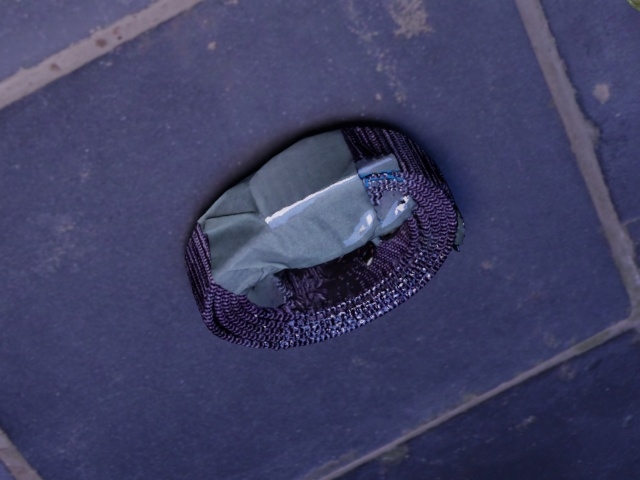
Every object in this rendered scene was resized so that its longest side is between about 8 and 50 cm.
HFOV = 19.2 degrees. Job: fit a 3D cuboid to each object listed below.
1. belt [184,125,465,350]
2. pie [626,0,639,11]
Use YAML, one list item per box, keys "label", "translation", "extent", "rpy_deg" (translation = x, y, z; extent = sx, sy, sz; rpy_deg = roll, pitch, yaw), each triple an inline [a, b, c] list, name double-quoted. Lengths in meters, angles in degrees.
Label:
- label: "belt"
  translation: [0.000, 0.000, 2.206]
  extent: [0.325, 0.122, 0.260]
  rpy_deg: [-25, 140, 3]
- label: "pie"
  translation: [0.442, -0.379, 2.098]
  extent: [0.323, 0.070, 0.323]
  rpy_deg: [-10, 131, -12]
